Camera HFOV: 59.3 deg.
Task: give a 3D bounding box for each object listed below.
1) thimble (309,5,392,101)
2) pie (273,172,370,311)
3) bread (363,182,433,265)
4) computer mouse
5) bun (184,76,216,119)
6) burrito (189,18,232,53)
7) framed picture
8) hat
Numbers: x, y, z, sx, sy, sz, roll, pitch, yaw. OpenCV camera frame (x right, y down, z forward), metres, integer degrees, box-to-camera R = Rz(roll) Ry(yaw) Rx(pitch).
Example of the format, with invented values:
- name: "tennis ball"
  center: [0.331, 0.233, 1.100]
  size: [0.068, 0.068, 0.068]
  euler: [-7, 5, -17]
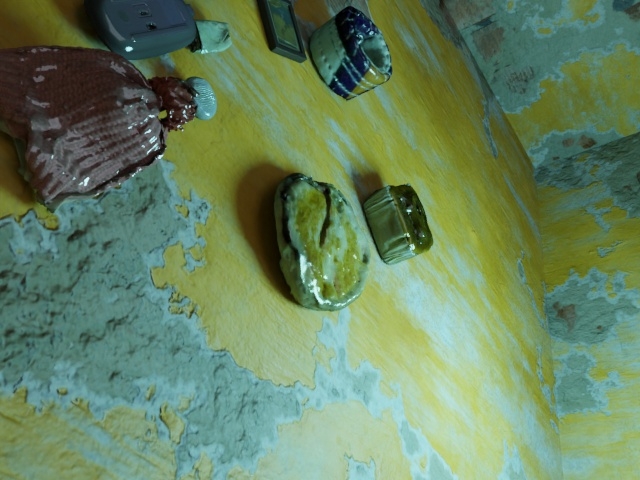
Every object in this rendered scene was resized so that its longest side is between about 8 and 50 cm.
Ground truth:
- name: "thimble"
  center: [0.089, -0.519, 1.559]
  size: [0.237, 0.150, 0.237]
  euler: [33, 47, -42]
- name: "pie"
  center: [0.000, 0.000, 1.224]
  size: [0.339, 0.077, 0.339]
  euler: [36, 45, -46]
- name: "bread"
  center: [0.222, -0.050, 1.540]
  size: [0.192, 0.110, 0.209]
  euler: [-14, 85, -58]
- name: "computer mouse"
  center: [-0.311, -0.383, 0.984]
  size: [0.120, 0.057, 0.232]
  euler: [62, 36, -13]
- name: "bun"
  center: [-0.230, -0.264, 1.051]
  size: [0.083, 0.045, 0.083]
  euler: [28, 54, -48]
- name: "burrito"
  center: [-0.222, -0.412, 1.141]
  size: [0.118, 0.044, 0.074]
  euler: [-27, 98, -55]
- name: "framed picture"
  center: [-0.098, -0.539, 1.408]
  size: [0.128, 0.023, 0.168]
  euler: [-3, 76, -56]
- name: "hat"
  center: [-0.314, -0.184, 0.824]
  size: [0.286, 0.107, 0.236]
  euler: [-23, 94, -33]
